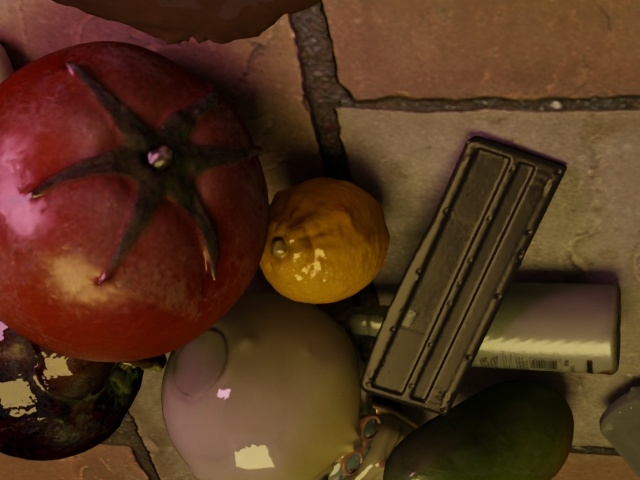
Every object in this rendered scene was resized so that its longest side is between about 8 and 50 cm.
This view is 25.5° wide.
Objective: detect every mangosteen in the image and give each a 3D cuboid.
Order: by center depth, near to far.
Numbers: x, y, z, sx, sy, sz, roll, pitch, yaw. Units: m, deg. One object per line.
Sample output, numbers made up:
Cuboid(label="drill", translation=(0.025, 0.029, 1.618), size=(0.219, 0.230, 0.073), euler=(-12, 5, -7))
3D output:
Cuboid(label="mangosteen", translation=(-0.234, 0.099, 1.361), size=(0.289, 0.231, 0.231), euler=(-3, 139, 23))

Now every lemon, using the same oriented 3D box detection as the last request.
Cuboid(label="lemon", translation=(0.000, 0.000, 1.252), size=(0.114, 0.155, 0.114), euler=(3, 97, 23))

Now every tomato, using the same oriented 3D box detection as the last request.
Cuboid(label="tomato", translation=(-0.179, -0.027, 1.170), size=(0.264, 0.265, 0.265), euler=(8, 141, 6))

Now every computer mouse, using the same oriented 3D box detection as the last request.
Cuboid(label="computer mouse", translation=(0.398, 0.224, 1.475), size=(0.128, 0.079, 0.231), euler=(-29, 110, 37))

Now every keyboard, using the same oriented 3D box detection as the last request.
Cuboid(label="keyboard", translation=(0.107, 0.085, 1.288), size=(0.103, 0.041, 0.381), euler=(18, 109, -10))

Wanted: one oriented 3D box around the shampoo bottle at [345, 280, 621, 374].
Cuboid(label="shampoo bottle", translation=(0.153, 0.080, 1.351), size=(0.262, 0.085, 0.085), euler=(1, 140, 15))

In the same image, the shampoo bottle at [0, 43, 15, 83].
Cuboid(label="shampoo bottle", translation=(-0.309, -0.097, 1.285), size=(0.108, 0.051, 0.221), euler=(1, 140, 10))

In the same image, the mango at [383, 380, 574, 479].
Cuboid(label="mango", translation=(0.159, 0.220, 1.423), size=(0.156, 0.251, 0.114), euler=(-42, 75, 45))

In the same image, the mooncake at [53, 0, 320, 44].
Cuboid(label="mooncake", translation=(-0.098, -0.296, 0.876), size=(0.323, 0.187, 0.324), euler=(6, 140, 5))

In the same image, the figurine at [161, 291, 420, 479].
Cuboid(label="figurine", translation=(-0.016, 0.182, 1.477), size=(0.274, 0.227, 0.394), euler=(26, 175, 44))
